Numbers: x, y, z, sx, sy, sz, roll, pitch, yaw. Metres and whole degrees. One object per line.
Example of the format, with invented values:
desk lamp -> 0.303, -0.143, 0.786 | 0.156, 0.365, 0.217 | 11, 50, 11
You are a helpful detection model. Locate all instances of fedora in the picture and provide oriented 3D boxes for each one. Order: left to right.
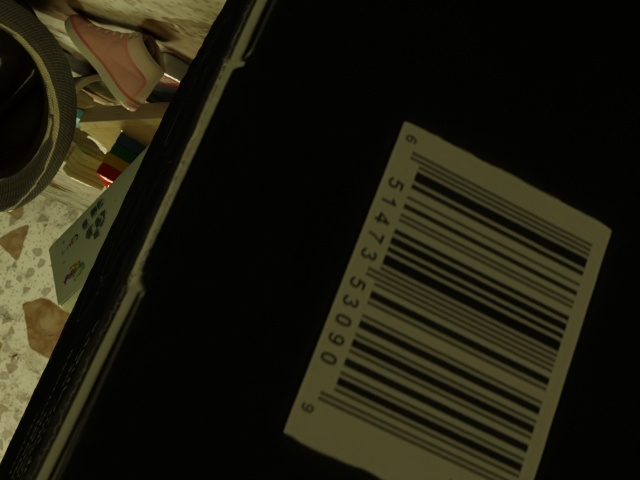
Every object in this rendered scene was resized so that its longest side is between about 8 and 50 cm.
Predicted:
fedora -> -0.386, -0.176, 1.525 | 0.244, 0.275, 0.124 | 6, -143, -4

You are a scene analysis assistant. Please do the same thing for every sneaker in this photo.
sneaker -> -0.210, -0.204, 1.444 | 0.134, 0.070, 0.051 | 52, -166, 24

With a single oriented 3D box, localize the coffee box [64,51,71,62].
coffee box -> -0.585, -0.165, 1.695 | 0.338, 0.338, 0.334 | 30, 170, -39

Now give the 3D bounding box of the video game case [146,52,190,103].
video game case -> -0.096, -0.138, 1.612 | 0.285, 0.025, 0.204 | 27, 172, -25

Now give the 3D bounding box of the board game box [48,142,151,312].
board game box -> -0.106, -0.013, 1.474 | 0.224, 0.303, 0.097 | 30, -153, -38

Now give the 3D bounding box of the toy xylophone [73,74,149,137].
toy xylophone -> -0.231, -0.133, 1.841 | 0.323, 0.081, 0.236 | 26, 172, -18

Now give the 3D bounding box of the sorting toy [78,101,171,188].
sorting toy -> -0.142, -0.051, 1.634 | 0.257, 0.089, 0.255 | 3, 149, 48

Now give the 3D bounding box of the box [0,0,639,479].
box -> -0.011, 0.089, 0.833 | 0.297, 0.479, 0.472 | 26, 158, -11

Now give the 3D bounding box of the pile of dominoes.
pile of dominoes -> -0.365, -0.152, 1.903 | 0.196, 0.040, 0.251 | 25, -167, -40
